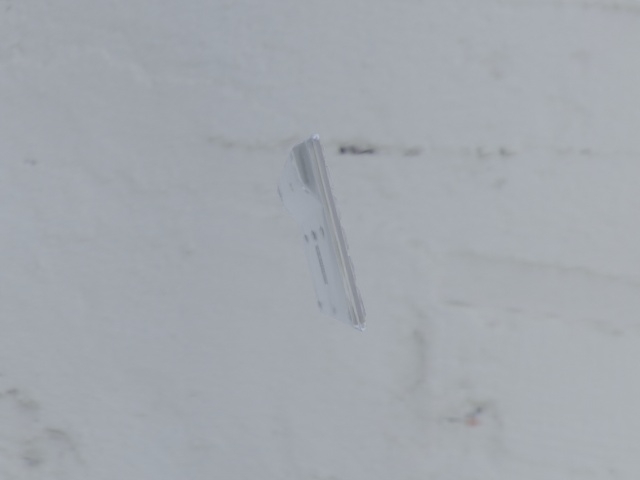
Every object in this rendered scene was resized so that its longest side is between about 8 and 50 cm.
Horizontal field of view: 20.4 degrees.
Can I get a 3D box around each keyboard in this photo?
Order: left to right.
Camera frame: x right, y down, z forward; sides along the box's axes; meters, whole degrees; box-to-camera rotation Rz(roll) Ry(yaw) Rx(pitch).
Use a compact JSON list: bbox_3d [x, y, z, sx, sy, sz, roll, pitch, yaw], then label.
[{"bbox_3d":[0.000,0.000,0.750,0.014,0.256,0.072,-20,-90,-3],"label":"keyboard"}]
